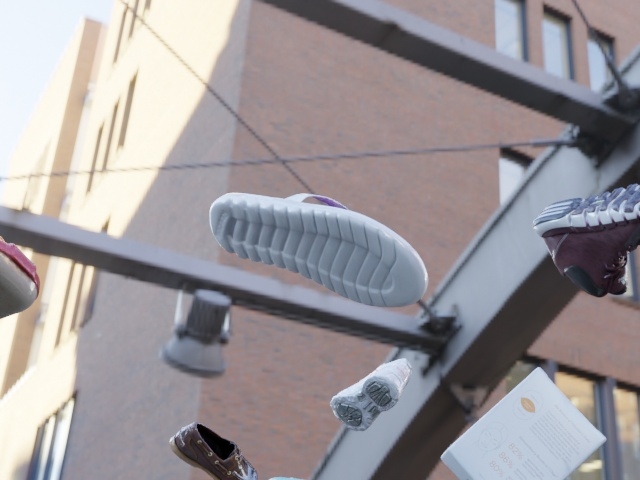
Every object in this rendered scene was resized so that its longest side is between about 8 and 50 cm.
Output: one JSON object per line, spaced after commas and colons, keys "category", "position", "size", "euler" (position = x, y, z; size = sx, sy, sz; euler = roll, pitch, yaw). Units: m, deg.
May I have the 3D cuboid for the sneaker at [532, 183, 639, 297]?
{"category": "sneaker", "position": [0.478, 0.005, 1.487], "size": [0.281, 0.106, 0.162], "euler": [-9, -70, 47]}

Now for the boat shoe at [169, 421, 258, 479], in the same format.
{"category": "boat shoe", "position": [-0.187, 0.411, 1.822], "size": [0.073, 0.073, 0.207], "euler": [-39, -54, 17]}

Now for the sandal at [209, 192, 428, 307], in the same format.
{"category": "sandal", "position": [0.001, -0.012, 1.658], "size": [0.416, 0.102, 0.169], "euler": [19, -50, 20]}

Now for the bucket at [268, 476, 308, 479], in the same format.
{"category": "bucket", "position": [0.035, 0.380, 0.973], "size": [0.183, 0.281, 0.281], "euler": [-2, -28, 22]}

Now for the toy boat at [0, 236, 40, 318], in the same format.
{"category": "toy boat", "position": [-0.574, 0.048, 1.615], "size": [0.231, 0.151, 0.151], "euler": [-18, -51, 22]}

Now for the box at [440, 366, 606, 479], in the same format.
{"category": "box", "position": [0.270, 0.279, 1.293], "size": [0.170, 0.130, 0.091], "euler": [-38, -16, -12]}

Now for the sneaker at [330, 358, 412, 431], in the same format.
{"category": "sneaker", "position": [0.111, 0.303, 1.917], "size": [0.090, 0.115, 0.232], "euler": [53, -41, 1]}
